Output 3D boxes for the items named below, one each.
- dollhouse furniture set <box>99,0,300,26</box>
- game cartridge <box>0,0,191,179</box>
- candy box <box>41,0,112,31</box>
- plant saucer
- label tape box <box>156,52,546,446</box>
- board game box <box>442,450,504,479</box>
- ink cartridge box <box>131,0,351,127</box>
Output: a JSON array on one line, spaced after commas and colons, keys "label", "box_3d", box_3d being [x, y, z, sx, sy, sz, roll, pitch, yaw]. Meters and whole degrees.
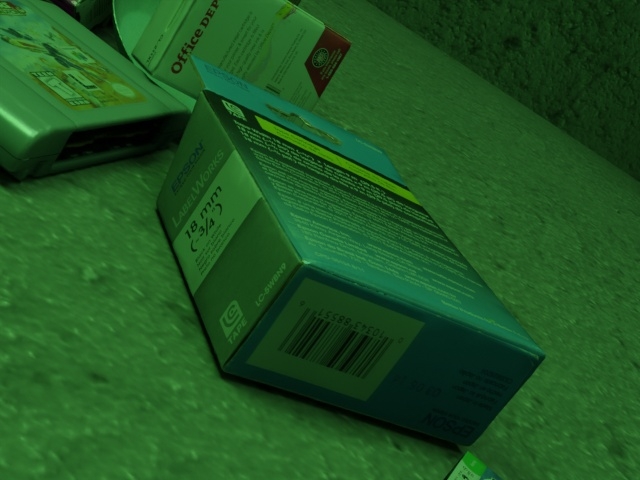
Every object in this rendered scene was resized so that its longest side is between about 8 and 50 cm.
[{"label": "dollhouse furniture set", "box_3d": [-0.163, -0.314, 1.268, 0.242, 0.161, 0.212, 44, 20, 24]}, {"label": "game cartridge", "box_3d": [-0.245, -0.140, 0.861, 0.198, 0.062, 0.297, 41, 18, 5]}, {"label": "candy box", "box_3d": [-0.247, -0.345, 1.118, 0.159, 0.233, 0.071, 38, -26, 6]}, {"label": "plant saucer", "box_3d": [-0.162, -0.195, 1.096, 0.195, 0.037, 0.195, 41, 34, -37]}, {"label": "label tape box", "box_3d": [0.000, 0.000, 0.853, 0.241, 0.106, 0.333, 23, 21, -33]}, {"label": "board game box", "box_3d": [0.111, 0.214, 0.625, 0.136, 0.035, 0.201, 39, 18, 11]}, {"label": "ink cartridge box", "box_3d": [-0.077, -0.190, 1.017, 0.175, 0.127, 0.072, 25, 12, -37]}]
